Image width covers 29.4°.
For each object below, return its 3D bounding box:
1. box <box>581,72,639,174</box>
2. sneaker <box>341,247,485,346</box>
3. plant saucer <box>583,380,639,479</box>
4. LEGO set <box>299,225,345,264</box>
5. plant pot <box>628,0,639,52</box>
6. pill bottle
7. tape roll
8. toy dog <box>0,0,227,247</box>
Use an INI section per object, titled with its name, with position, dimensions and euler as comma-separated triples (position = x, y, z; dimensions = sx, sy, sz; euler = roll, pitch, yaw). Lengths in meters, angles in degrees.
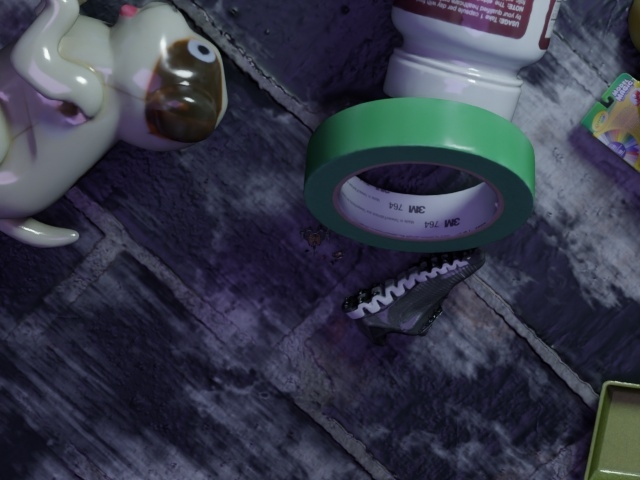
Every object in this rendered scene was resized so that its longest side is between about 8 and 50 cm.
[box]
position = 0.481, -0.159, 1.801
dimensions = 0.179, 0.043, 0.105
euler = 37, 103, -9
[sneaker]
position = 0.156, 0.089, 1.863
dimensions = 0.234, 0.078, 0.106
euler = -27, 105, 13
[plant saucer]
position = 0.517, 0.312, 1.918
dimensions = 0.188, 0.045, 0.188
euler = 8, 105, 0
[LEGO set]
position = -0.001, 0.002, 1.876
dimensions = 0.054, 0.023, 0.083
euler = -28, 115, 11
[plant pot]
position = 0.514, -0.310, 1.733
dimensions = 0.134, 0.095, 0.134
euler = 1, 104, 3
[pill bottle]
position = 0.225, -0.370, 1.665
dimensions = 0.224, 0.224, 0.392
euler = 15, 104, -1
[tape roll]
position = 0.138, -0.084, 1.706
dimensions = 0.321, 0.321, 0.077
euler = 4, 64, 1
[toy dog]
position = -0.333, -0.192, 1.708
dimensions = 0.408, 0.284, 0.395
euler = -16, 104, 4
